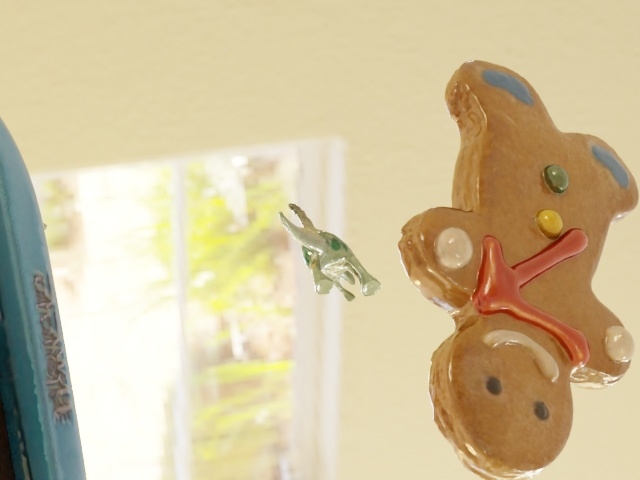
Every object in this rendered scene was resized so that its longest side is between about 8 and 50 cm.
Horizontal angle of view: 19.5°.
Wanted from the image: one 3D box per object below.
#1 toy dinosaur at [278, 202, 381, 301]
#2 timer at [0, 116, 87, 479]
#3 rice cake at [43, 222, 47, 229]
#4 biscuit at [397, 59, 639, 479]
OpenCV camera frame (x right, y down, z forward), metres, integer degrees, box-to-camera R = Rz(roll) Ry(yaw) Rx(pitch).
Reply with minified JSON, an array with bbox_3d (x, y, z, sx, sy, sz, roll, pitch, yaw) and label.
[{"bbox_3d":[-0.003,0.002,1.660,0.187,0.044,0.106,41,-167,-39],"label":"toy dinosaur"},{"bbox_3d":[-0.238,0.070,0.949,0.309,0.115,0.340,1,-102,-68],"label":"timer"},{"bbox_3d":[-0.429,0.024,2.256,0.043,0.211,0.034,41,158,47],"label":"rice cake"},{"bbox_3d":[0.151,0.026,1.331,0.049,0.205,0.324,-32,30,48],"label":"biscuit"}]
